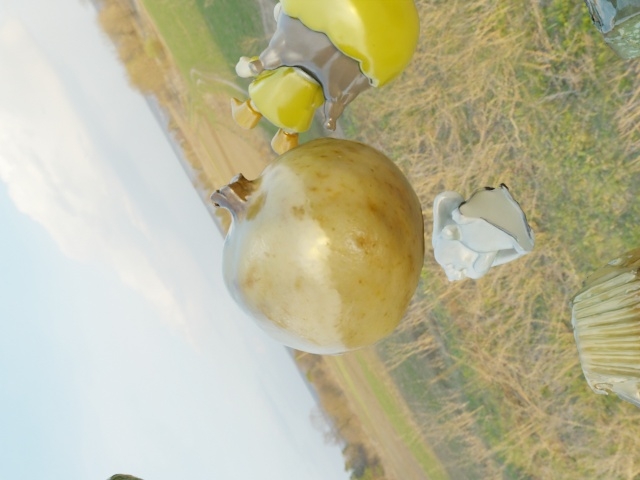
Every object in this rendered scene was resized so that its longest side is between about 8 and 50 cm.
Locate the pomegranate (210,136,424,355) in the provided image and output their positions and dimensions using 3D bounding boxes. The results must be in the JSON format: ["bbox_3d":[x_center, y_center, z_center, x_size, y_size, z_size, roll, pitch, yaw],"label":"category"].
[{"bbox_3d":[0.010,0.015,0.725,0.307,0.307,0.307,58,171,14],"label":"pomegranate"}]

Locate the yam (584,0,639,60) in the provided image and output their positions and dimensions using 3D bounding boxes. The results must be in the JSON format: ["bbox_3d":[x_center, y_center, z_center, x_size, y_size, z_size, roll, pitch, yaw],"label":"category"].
[{"bbox_3d":[0.382,-0.366,0.622,0.271,0.201,0.202,61,174,-6],"label":"yam"}]

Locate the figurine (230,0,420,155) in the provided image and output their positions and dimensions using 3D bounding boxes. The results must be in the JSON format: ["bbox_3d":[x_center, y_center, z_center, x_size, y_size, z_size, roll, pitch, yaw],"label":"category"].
[{"bbox_3d":[-0.002,-0.272,0.828,0.343,0.215,0.187,-45,30,43],"label":"figurine"}]

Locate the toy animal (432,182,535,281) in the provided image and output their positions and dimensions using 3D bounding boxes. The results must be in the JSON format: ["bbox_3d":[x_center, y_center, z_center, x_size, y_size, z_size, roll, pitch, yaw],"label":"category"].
[{"bbox_3d":[0.381,-0.023,1.350,0.249,0.174,0.289,42,143,-17],"label":"toy animal"}]

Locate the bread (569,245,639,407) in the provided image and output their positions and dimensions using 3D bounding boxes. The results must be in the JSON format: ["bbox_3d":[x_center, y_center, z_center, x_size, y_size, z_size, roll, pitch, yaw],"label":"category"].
[{"bbox_3d":[0.586,0.112,0.932,0.183,0.389,0.236,-11,107,49],"label":"bread"}]

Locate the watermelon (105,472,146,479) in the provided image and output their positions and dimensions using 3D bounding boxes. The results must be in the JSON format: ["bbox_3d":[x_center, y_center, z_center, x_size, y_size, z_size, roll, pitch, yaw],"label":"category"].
[{"bbox_3d":[-0.258,0.430,0.772,0.121,0.158,0.098,11,163,14],"label":"watermelon"}]
